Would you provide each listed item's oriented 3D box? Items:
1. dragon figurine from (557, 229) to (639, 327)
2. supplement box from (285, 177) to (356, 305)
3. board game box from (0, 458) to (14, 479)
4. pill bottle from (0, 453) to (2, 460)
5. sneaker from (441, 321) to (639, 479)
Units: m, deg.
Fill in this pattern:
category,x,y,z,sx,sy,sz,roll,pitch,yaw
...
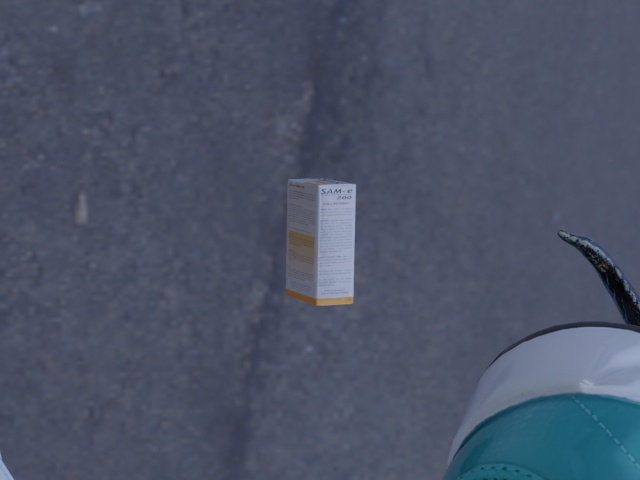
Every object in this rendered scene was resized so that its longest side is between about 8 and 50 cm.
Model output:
category,x,y,z,sx,sy,sz,roll,pitch,yaw
dragon figurine,0.196,0.132,0.834,0.085,0.144,0.289,-14,104,-21
supplement box,0.000,0.000,1.370,0.036,0.062,0.098,-2,98,-25
board game box,-0.208,0.195,0.378,0.390,0.050,0.390,-37,100,-36
pill bottle,-0.402,0.182,1.063,0.392,0.224,0.224,-5,91,-58
sneaker,0.129,0.163,0.347,0.295,0.124,0.178,37,42,-3
